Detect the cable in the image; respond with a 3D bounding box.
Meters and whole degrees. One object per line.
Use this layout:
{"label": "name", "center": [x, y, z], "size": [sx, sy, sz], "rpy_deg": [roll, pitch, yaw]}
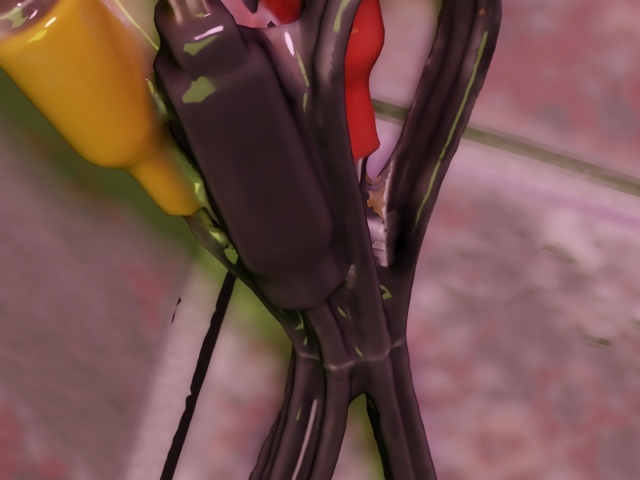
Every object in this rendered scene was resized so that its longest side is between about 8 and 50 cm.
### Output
{"label": "cable", "center": [0.000, 0.000, 0.550], "size": [0.139, 0.072, 0.287], "rpy_deg": [-24, 125, -8]}
